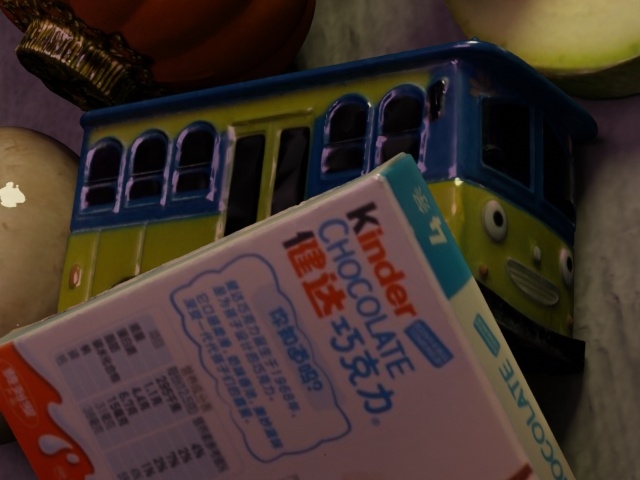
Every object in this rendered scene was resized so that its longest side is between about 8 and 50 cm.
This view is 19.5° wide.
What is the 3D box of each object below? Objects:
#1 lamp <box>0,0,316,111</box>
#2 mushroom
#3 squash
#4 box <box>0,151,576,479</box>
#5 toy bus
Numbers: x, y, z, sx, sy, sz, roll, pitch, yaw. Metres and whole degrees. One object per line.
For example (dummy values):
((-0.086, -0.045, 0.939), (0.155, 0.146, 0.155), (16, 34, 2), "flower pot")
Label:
((-0.108, -0.175, 1.147), (0.223, 0.223, 0.197), (16, 70, 41), "lamp")
((-0.228, 0.023, 1.146), (0.204, 0.204, 0.204), (-16, 61, 31), "mushroom")
((0.175, -0.202, 1.065), (0.252, 0.049, 0.252), (-18, 60, 33), "squash")
((-0.008, 0.127, 0.934), (0.265, 0.048, 0.273), (-23, 98, 29), "box")
((0.000, 0.000, 1.037), (0.287, 0.138, 0.175), (-7, 67, 34), "toy bus")
